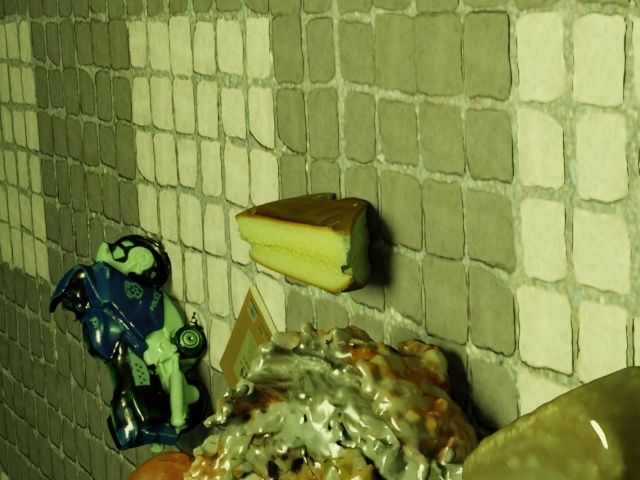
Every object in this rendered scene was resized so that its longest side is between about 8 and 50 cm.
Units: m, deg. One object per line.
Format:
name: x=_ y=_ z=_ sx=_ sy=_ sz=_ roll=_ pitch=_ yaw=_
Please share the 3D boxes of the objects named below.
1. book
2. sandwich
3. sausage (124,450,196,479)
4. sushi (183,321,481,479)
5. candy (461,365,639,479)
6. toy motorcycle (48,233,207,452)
book: x=-0.091 y=0.158 z=1.900 sx=0.118 sy=0.012 sz=0.172 roll=63 pitch=147 yaw=33
sandwich: x=0.000 y=0.000 z=1.613 sx=0.244 sy=0.088 sz=0.090 roll=13 pitch=117 yaw=57
sausage: x=-0.206 y=0.430 z=2.037 sx=0.141 sy=0.153 sz=0.268 roll=-1 pitch=99 yaw=17
sushi: x=0.010 y=0.297 z=1.438 sx=0.418 sy=0.176 sz=0.417 roll=-14 pitch=66 yaw=36
candy: x=0.218 y=0.185 z=1.217 sx=0.102 sy=0.104 sz=0.234 roll=67 pitch=150 yaw=17
toy motorcycle: x=-0.277 y=0.142 z=2.055 sx=0.125 sy=0.196 sz=0.331 roll=-52 pitch=50 yaw=53
